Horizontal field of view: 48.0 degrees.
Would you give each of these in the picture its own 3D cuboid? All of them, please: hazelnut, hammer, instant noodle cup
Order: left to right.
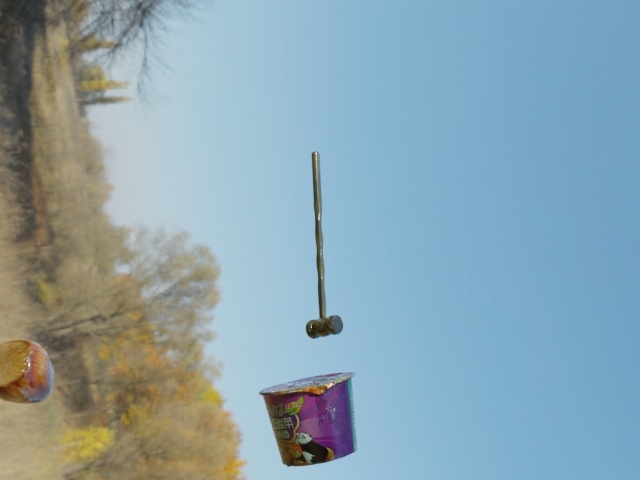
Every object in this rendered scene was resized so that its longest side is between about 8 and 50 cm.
[{"bbox_3d":[-0.684,0.305,1.644,0.150,0.151,0.150,173,-90,-72],"label":"hazelnut"},{"bbox_3d":[-0.016,0.451,1.814,0.251,0.251,0.190,154,-74,-71],"label":"instant noodle cup"},{"bbox_3d":[0.000,0.000,1.080,0.058,0.029,0.292,-18,-113,43],"label":"hammer"}]
